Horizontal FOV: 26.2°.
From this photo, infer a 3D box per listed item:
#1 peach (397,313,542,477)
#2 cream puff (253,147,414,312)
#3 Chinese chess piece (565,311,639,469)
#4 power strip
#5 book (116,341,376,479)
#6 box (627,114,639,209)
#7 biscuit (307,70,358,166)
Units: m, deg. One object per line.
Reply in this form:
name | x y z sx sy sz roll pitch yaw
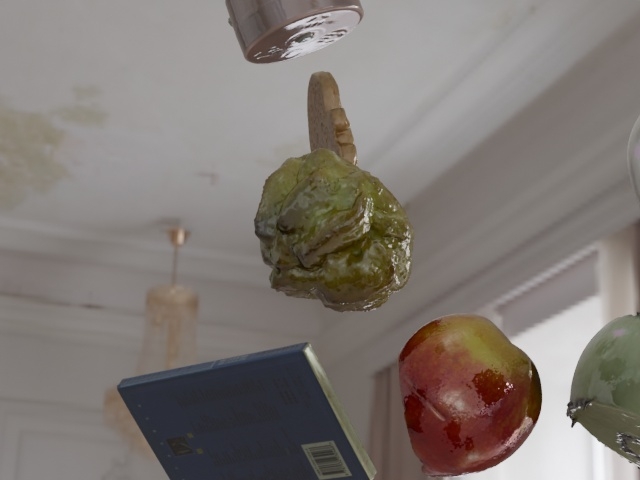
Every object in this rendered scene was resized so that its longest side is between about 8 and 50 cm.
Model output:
peach | 0.167 0.189 1.663 0.192 0.190 0.190 -40 -16 -13
cream puff | 0.014 -0.009 1.862 0.244 0.196 0.244 13 -44 12
Chinese chess piece | 0.499 0.238 1.815 0.349 0.146 0.349 28 -12 7
power strip | -0.032 -0.265 1.585 0.154 0.078 0.154 -21 -8 -3
book | -0.089 0.220 1.606 0.269 0.025 0.191 -14 -66 30
box | 0.443 0.010 1.277 0.289 0.349 0.141 -11 -13 -28
biscuit | 0.020 -0.158 2.216 0.044 0.288 0.202 -6 -63 -11
